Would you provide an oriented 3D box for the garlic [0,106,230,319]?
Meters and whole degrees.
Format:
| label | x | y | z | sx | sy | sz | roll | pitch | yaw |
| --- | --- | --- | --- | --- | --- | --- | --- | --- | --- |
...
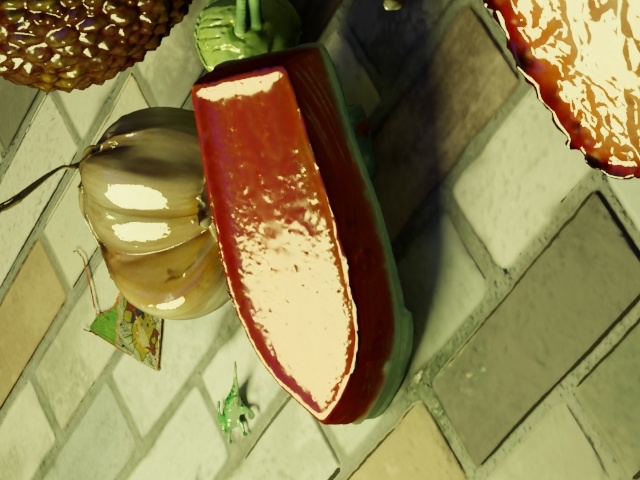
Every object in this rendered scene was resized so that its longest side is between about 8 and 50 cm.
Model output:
| label | x | y | z | sx | sy | sz | roll | pitch | yaw |
| --- | --- | --- | --- | --- | --- | --- | --- | --- | --- |
| garlic | -0.152 | -0.043 | 1.567 | 0.207 | 0.257 | 0.207 | -3 | 86 | 49 |

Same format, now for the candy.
| label | x | y | z | sx | sy | sz | roll | pitch | yaw |
| --- | --- | --- | --- | --- | --- | --- | --- | --- | --- |
| candy | -0.059 | -0.198 | 1.449 | 0.092 | 0.093 | 0.335 | -64 | -1 | -9 |

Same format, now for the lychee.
| label | x | y | z | sx | sy | sz | roll | pitch | yaw |
| --- | --- | --- | --- | --- | --- | --- | --- | --- | --- |
| lychee | -0.241 | -0.253 | 1.684 | 0.271 | 0.236 | 0.235 | 2 | 95 | 36 |

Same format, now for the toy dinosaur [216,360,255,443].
| label | x | y | z | sx | sy | sz | roll | pitch | yaw |
| --- | --- | --- | --- | --- | --- | --- | --- | --- | --- |
| toy dinosaur | -0.085 | 0.154 | 1.691 | 0.062 | 0.021 | 0.083 | 3 | 97 | 64 |

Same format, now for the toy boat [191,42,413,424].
| label | x | y | z | sx | sy | sz | roll | pitch | yaw |
| --- | --- | --- | --- | --- | --- | --- | --- | --- | --- |
| toy boat | 0.000 | 0.000 | 1.495 | 0.145 | 0.133 | 0.331 | -9 | 99 | 33 |

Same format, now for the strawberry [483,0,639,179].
| label | x | y | z | sx | sy | sz | roll | pitch | yaw |
| --- | --- | --- | --- | --- | --- | --- | --- | --- | --- |
| strawberry | 0.217 | -0.167 | 1.234 | 0.190 | 0.111 | 0.236 | 9 | 124 | 40 |

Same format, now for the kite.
| label | x | y | z | sx | sy | sz | roll | pitch | yaw |
| --- | --- | --- | --- | --- | --- | --- | --- | --- | --- |
| kite | -0.210 | 0.029 | 1.842 | 0.198 | 0.006 | 0.244 | -41 | 63 | 45 |

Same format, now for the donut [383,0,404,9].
| label | x | y | z | sx | sy | sz | roll | pitch | yaw |
| --- | --- | --- | --- | --- | --- | --- | --- | --- | --- |
| donut | 0.060 | -0.324 | 1.276 | 0.345 | 0.259 | 0.136 | -57 | 44 | 36 |
